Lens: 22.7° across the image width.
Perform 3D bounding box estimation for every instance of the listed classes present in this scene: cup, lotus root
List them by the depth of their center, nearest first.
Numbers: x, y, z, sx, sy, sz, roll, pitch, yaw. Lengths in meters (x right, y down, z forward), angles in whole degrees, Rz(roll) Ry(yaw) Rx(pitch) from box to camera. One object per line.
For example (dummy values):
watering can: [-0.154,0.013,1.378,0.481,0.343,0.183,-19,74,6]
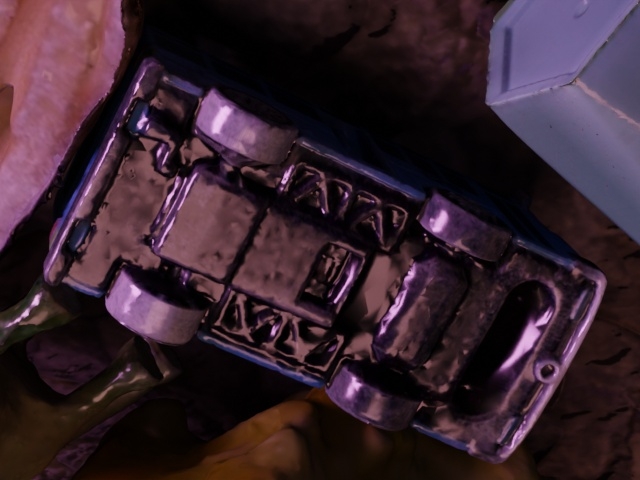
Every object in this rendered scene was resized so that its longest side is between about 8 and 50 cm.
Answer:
cup: [0.190,-0.036,0.686,0.235,0.134,0.148,37,125,-25]
lotus root: [-0.186,-0.063,0.750,0.167,0.078,0.329,44,129,-3]

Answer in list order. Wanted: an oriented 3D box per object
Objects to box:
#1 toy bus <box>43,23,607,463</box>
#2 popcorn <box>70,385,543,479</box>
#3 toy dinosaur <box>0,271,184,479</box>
toy bus: [0.000,0.000,0.740,0.234,0.133,0.116,24,102,-17]
popcorn: [-0.022,0.217,0.813,0.334,0.293,0.292,3,129,-39]
toy dinosaur: [-0.215,0.112,0.797,0.300,0.447,0.087,-31,88,9]
